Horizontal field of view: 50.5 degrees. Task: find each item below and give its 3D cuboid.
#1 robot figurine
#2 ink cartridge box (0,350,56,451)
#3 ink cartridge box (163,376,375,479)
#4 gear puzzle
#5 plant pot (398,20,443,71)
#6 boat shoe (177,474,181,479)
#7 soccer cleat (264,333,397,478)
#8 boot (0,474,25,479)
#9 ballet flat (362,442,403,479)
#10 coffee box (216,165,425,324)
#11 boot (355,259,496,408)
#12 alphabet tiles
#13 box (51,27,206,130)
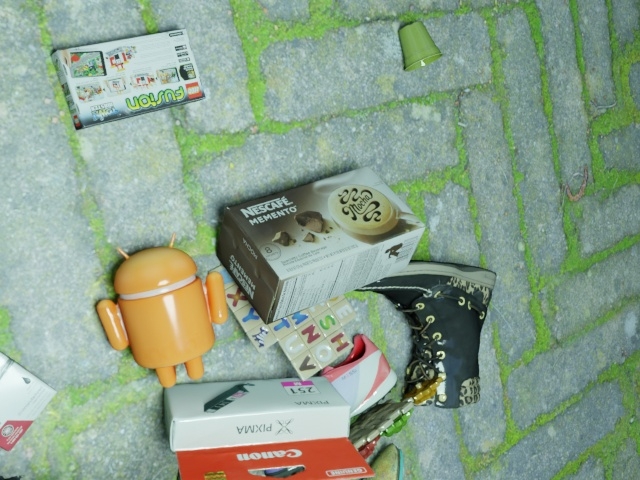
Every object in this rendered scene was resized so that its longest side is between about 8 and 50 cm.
[{"bbox_3d":[-0.230,0.103,1.015,0.128,0.158,0.219,-32,111,-62],"label":"robot figurine"},{"bbox_3d":[-0.441,0.200,0.902,0.135,0.056,0.099,46,66,-28],"label":"ink cartridge box"},{"bbox_3d":[-0.084,0.278,1.011,0.275,0.239,0.060,1,100,-19],"label":"ink cartridge box"},{"bbox_3d":[0.088,0.344,1.201,0.339,0.175,0.044,-32,87,-24],"label":"gear puzzle"},{"bbox_3d":[0.194,-0.392,1.361,0.083,0.083,0.079,-21,90,-34],"label":"plant pot"},{"bbox_3d":[-0.221,0.422,1.074,0.049,0.056,0.152,27,65,-28],"label":"boat shoe"},{"bbox_3d":[0.005,0.294,1.214,0.318,0.109,0.116,-35,98,-33],"label":"soccer cleat"},{"bbox_3d":[-0.396,0.399,0.848,0.445,0.367,0.146,13,42,-22],"label":"boot"},{"bbox_3d":[0.088,0.559,1.275,0.123,0.123,0.348,8,83,-36],"label":"ballet flat"},{"bbox_3d":[0.000,0.000,1.131,0.297,0.168,0.118,-19,145,-31],"label":"coffee box"},{"bbox_3d":[0.204,0.182,1.337,0.377,0.138,0.284,7,86,-43],"label":"boot"},{"bbox_3d":[-0.050,0.110,1.162,0.198,0.009,0.237,-29,83,-33],"label":"alphabet tiles"},{"bbox_3d":[-0.284,-0.246,1.027,0.207,0.036,0.114,-22,104,-34],"label":"box"}]
